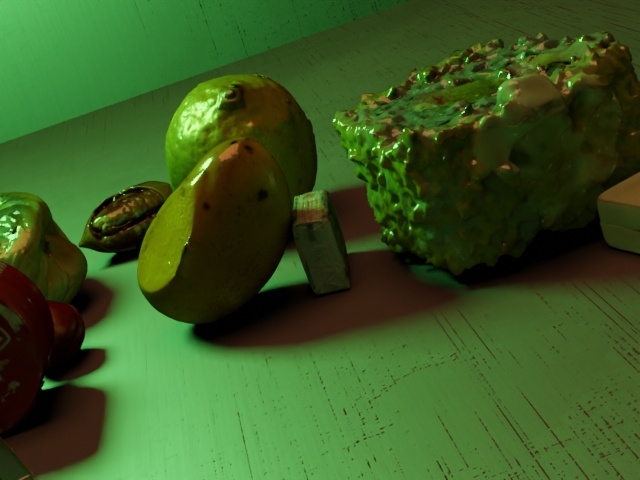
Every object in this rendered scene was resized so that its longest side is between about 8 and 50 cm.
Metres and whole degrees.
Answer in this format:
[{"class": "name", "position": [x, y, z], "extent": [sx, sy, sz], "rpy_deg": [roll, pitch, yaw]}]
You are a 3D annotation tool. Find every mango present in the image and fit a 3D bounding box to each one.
[{"class": "mango", "position": [-0.134, -0.012, 1.637], "extent": [0.191, 0.290, 0.160], "rpy_deg": [1, 36, -40]}]

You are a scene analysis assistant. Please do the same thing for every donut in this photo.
[{"class": "donut", "position": [-0.556, 0.061, 1.930], "extent": [0.360, 0.170, 0.360], "rpy_deg": [-20, 29, 12]}]

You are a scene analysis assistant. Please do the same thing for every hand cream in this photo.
[{"class": "hand cream", "position": [-0.465, 0.139, 1.559], "extent": [0.230, 0.230, 0.149], "rpy_deg": [-19, 18, -1]}]

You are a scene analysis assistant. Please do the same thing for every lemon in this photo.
[{"class": "lemon", "position": [-0.129, -0.141, 1.928], "extent": [0.253, 0.310, 0.254], "rpy_deg": [-5, 54, 7]}]

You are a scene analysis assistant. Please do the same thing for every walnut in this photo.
[{"class": "walnut", "position": [-0.335, -0.037, 2.101], "extent": [0.207, 0.116, 0.116], "rpy_deg": [-27, 21, -22]}]

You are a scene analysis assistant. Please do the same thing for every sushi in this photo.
[{"class": "sushi", "position": [0.247, -0.125, 1.604], "extent": [0.396, 0.240, 0.351], "rpy_deg": [-24, 19, -10]}]

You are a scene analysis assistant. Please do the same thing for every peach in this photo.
[{"class": "peach", "position": [-0.383, 0.137, 1.697], "extent": [0.100, 0.101, 0.101], "rpy_deg": [-17, 19, 6]}]

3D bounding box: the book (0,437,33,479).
[{"class": "book", "position": [-0.498, 0.296, 1.364], "extent": [0.289, 0.026, 0.201], "rpy_deg": [-28, 41, -29]}]

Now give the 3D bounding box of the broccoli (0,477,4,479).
[{"class": "broccoli", "position": [-0.428, 0.294, 1.116], "extent": [0.259, 0.235, 0.288], "rpy_deg": [15, 7, -8]}]

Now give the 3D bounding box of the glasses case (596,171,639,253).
[{"class": "glasses case", "position": [0.468, -0.026, 1.375], "extent": [0.131, 0.070, 0.313], "rpy_deg": [-27, 21, -23]}]

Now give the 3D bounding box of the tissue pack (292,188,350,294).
[{"class": "tissue pack", "position": [0.000, 0.000, 1.680], "extent": [0.060, 0.109, 0.148], "rpy_deg": [-16, 19, 4]}]
